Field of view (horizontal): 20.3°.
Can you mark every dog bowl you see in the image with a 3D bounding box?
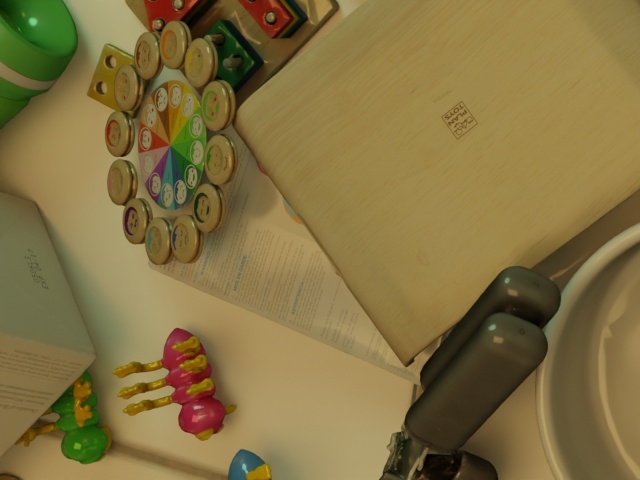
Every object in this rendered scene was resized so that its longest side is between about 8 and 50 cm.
[{"bbox_3d":[0.285,0.102,1.203,0.265,0.104,0.265,4,98,25],"label":"dog bowl"}]

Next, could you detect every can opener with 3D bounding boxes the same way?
[{"bbox_3d":[0.112,0.118,1.245,0.095,0.076,0.283,24,147,-5],"label":"can opener"}]

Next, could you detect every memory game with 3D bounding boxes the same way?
[{"bbox_3d":[-0.116,-0.073,1.345,0.186,0.012,0.186,3,93,54],"label":"memory game"}]

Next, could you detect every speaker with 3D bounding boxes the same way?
[{"bbox_3d":[-0.336,-0.105,1.458,0.296,0.131,0.131,-37,81,25],"label":"speaker"}]

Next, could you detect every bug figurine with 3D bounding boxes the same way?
[{"bbox_3d":[-0.138,0.186,1.435,0.279,0.072,0.216,-17,83,31],"label":"bug figurine"}]

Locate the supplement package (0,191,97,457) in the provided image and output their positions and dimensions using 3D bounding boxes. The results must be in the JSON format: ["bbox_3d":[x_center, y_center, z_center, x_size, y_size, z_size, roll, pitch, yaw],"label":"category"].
[{"bbox_3d":[-0.354,0.105,1.440,0.293,0.175,0.177,-46,51,23],"label":"supplement package"}]

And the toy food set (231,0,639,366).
[{"bbox_3d":[0.111,-0.082,1.256,0.306,0.092,0.220,-38,80,19],"label":"toy food set"}]

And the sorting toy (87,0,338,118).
[{"bbox_3d":[-0.084,-0.176,1.373,0.274,0.046,0.132,-44,78,24],"label":"sorting toy"}]

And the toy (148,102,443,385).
[{"bbox_3d":[0.000,0.000,1.352,0.237,0.056,0.137,24,103,18],"label":"toy"}]

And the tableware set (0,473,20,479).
[{"bbox_3d":[-0.317,0.213,1.554,0.141,0.020,0.169,-30,83,24],"label":"tableware set"}]
